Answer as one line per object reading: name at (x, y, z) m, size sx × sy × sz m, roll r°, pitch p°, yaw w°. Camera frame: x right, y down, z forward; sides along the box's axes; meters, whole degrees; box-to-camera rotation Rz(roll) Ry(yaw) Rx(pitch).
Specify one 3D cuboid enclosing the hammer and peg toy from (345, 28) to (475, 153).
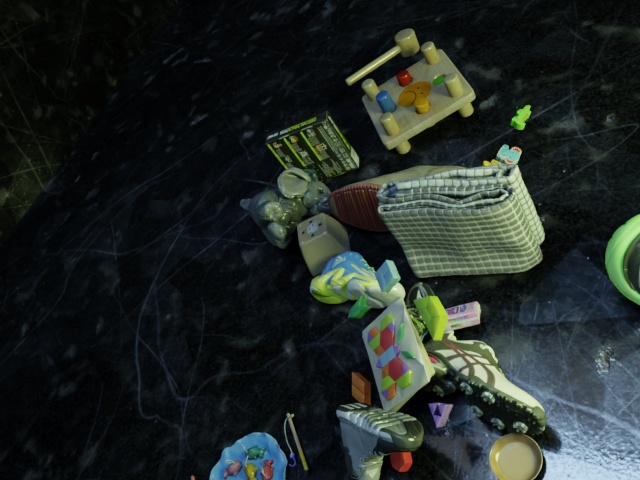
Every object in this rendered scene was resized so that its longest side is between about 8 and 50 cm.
hammer and peg toy at (0.232, -0.403, 1.642) m, size 0.266 × 0.127 × 0.361 m, roll -30°, pitch 41°, yaw 12°

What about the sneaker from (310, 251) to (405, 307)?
sneaker at (0.087, 0.074, 1.339) m, size 0.240 × 0.091 × 0.126 m, roll 0°, pitch 53°, yaw 37°

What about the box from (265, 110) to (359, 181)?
box at (-0.019, -0.235, 1.619) m, size 0.184 × 0.191 × 0.045 m, roll -16°, pitch 48°, yaw 25°

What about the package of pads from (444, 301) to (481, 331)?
package of pads at (0.265, 0.147, 1.177) m, size 0.083 × 0.032 × 0.050 m, roll -18°, pitch 12°, yaw 22°

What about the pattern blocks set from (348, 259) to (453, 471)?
pattern blocks set at (0.134, 0.209, 1.111) m, size 0.285 × 0.026 × 0.325 m, roll -62°, pitch 35°, yaw 28°

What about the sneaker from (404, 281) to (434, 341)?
sneaker at (0.174, 0.160, 1.206) m, size 0.067 × 0.078 × 0.188 m, roll 6°, pitch 57°, yaw 39°

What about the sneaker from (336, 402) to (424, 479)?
sneaker at (0.102, 0.359, 1.039) m, size 0.228 × 0.086 × 0.132 m, roll 172°, pitch 97°, yaw -66°

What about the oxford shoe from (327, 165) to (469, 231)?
oxford shoe at (0.186, -0.105, 1.431) m, size 0.348 × 0.123 × 0.130 m, roll -1°, pitch 34°, yaw 28°

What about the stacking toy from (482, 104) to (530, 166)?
stacking toy at (0.378, -0.150, 1.279) m, size 0.052 × 0.167 × 0.221 m, roll 29°, pitch 67°, yaw 18°

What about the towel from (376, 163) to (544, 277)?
towel at (0.269, -0.029, 1.195) m, size 0.283 × 0.235 × 0.121 m, roll -5°, pitch 57°, yaw 33°

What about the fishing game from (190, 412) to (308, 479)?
fishing game at (-0.150, 0.461, 1.196) m, size 0.264 × 0.041 × 0.189 m, roll -31°, pitch 39°, yaw 8°

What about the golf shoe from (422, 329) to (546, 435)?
golf shoe at (0.274, 0.229, 1.051) m, size 0.120 × 0.105 × 0.272 m, roll -40°, pitch 36°, yaw -23°

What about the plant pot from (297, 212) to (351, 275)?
plant pot at (0.000, 0.000, 1.463) m, size 0.109 × 0.096 × 0.109 m, roll -25°, pitch 42°, yaw 16°

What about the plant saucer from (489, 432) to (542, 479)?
plant saucer at (0.313, 0.351, 0.980) m, size 0.083 × 0.015 × 0.083 m, roll -20°, pitch 44°, yaw 20°

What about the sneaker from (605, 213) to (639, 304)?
sneaker at (0.699, -0.032, 0.950) m, size 0.482 × 0.185 × 0.202 m, roll -38°, pitch 47°, yaw 17°

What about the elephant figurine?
elephant figurine at (-0.051, -0.099, 1.571) m, size 0.239 × 0.186 × 0.169 m, roll -37°, pitch 6°, yaw -14°
